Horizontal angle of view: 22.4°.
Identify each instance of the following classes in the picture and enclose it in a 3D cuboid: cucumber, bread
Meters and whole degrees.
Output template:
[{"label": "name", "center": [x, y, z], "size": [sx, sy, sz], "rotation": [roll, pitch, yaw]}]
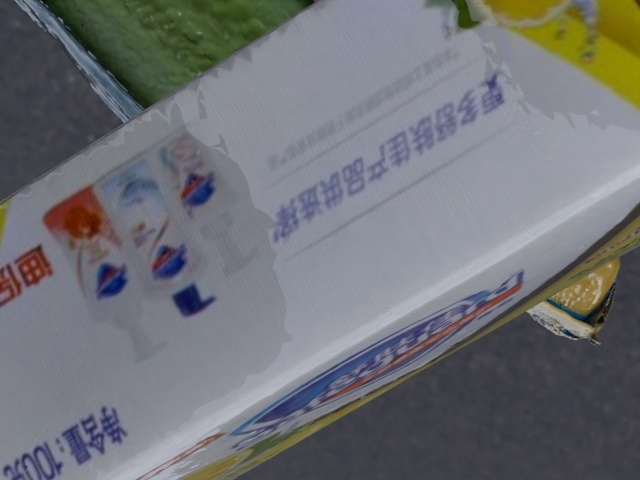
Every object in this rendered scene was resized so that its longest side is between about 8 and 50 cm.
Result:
[{"label": "cucumber", "center": [-0.038, -0.060, 0.749], "size": [0.244, 0.115, 0.063], "rotation": [48, 149, -2]}, {"label": "bread", "center": [0.144, 0.017, 1.002], "size": [0.053, 0.072, 0.106], "rotation": [10, 167, 39]}]

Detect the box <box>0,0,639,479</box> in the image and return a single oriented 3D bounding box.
[{"label": "box", "center": [0.000, 0.000, 0.541], "size": [0.097, 0.265, 0.168], "rotation": [61, -170, 11]}]
